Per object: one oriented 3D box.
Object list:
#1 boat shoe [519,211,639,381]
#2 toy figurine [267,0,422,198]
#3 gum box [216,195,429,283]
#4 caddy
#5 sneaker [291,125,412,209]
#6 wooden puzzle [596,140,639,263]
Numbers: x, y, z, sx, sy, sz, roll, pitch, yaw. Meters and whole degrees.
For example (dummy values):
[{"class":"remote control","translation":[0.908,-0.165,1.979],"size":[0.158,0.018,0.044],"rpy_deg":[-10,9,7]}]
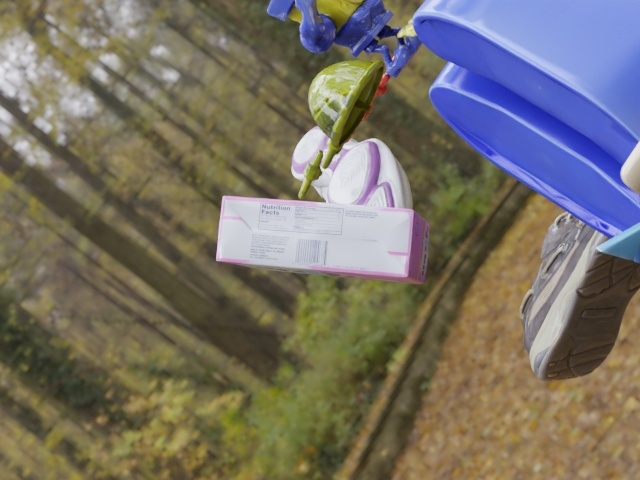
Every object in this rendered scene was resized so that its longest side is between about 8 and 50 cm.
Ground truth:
[{"class":"boat shoe","translation":[0.331,0.016,1.596],"size":[0.132,0.130,0.355],"rpy_deg":[2,-51,-31]},{"class":"toy figurine","translation":[-0.004,-0.246,1.534],"size":[0.191,0.217,0.362],"rpy_deg":[-52,1,44]},{"class":"gum box","translation":[0.000,0.000,1.202],"size":[0.107,0.188,0.062],"rpy_deg":[22,-107,-77]},{"class":"caddy","translation":[0.245,-0.154,1.142],"size":[0.179,0.341,0.241],"rpy_deg":[-46,-28,-14]},{"class":"sneaker","translation":[0.070,-0.065,1.676],"size":[0.114,0.152,0.305],"rpy_deg":[-52,26,6]},{"class":"wooden puzzle","translation":[0.165,-0.035,0.518],"size":[0.116,0.078,0.014],"rpy_deg":[-63,22,8]}]
